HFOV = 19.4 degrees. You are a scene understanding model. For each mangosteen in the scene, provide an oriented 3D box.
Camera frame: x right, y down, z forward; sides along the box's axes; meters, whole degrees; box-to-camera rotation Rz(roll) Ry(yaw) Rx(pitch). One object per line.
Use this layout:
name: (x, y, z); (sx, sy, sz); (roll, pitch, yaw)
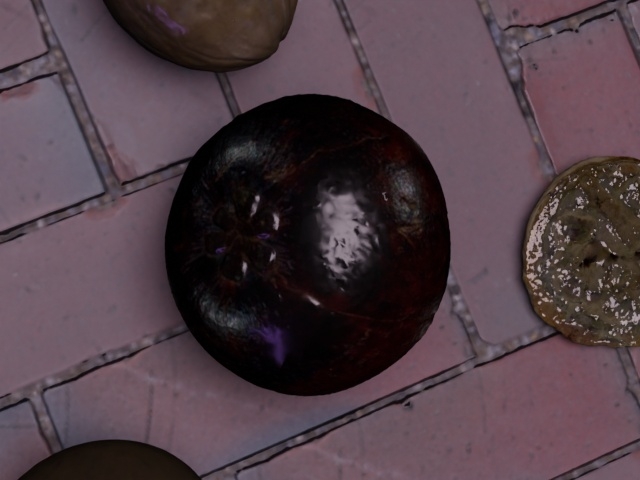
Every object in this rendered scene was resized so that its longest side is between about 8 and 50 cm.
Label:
mangosteen: (-0.003, 0.007, 1.347); (0.216, 0.216, 0.216); (2, 83, -14)

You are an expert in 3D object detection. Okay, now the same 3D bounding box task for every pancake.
pancake: (0.228, 0.010, 1.486); (0.158, 0.028, 0.158); (1, 86, -17)

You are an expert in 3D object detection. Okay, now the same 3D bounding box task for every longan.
longan: (-0.154, 0.225, 1.294); (0.187, 0.167, 0.167); (-28, 91, -13)

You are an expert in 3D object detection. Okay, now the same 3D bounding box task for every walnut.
walnut: (-0.092, -0.198, 1.370); (0.140, 0.140, 0.162); (-49, 124, -14)
